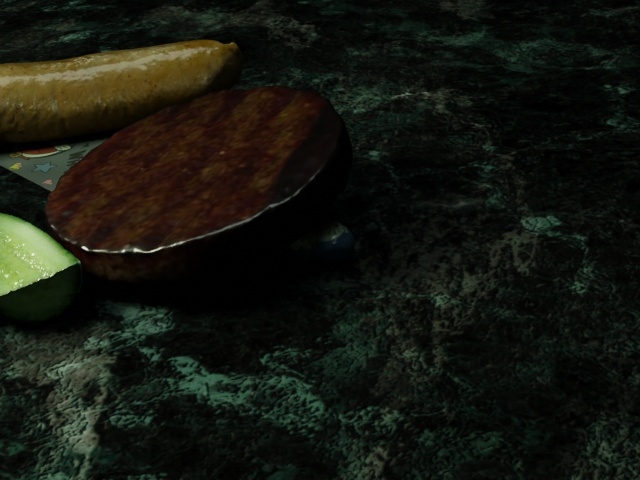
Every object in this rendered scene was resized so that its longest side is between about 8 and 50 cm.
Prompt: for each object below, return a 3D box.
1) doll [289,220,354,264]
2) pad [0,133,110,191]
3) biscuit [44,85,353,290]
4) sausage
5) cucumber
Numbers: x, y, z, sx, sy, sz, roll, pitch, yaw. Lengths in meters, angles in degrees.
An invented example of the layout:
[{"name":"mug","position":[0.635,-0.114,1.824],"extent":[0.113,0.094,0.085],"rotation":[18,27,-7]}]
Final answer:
[{"name":"doll","position":[0.000,0.000,1.510],"extent":[0.083,0.050,0.076],"rotation":[-4,28,-1]},{"name":"pad","position":[-0.395,-0.133,1.865],"extent":[0.170,0.006,0.245],"rotation":[-26,34,-36]},{"name":"biscuit","position":[-0.151,-0.067,1.570],"extent":[0.407,0.091,0.407],"rotation":[-12,31,8]},{"name":"sausage","position":[-0.365,-0.228,1.896],"extent":[0.501,0.136,0.123],"rotation":[-9,50,-12]},{"name":"cucumber","position":[-0.380,0.029,1.496],"extent":[0.115,0.063,0.244],"rotation":[-27,35,-22]}]
